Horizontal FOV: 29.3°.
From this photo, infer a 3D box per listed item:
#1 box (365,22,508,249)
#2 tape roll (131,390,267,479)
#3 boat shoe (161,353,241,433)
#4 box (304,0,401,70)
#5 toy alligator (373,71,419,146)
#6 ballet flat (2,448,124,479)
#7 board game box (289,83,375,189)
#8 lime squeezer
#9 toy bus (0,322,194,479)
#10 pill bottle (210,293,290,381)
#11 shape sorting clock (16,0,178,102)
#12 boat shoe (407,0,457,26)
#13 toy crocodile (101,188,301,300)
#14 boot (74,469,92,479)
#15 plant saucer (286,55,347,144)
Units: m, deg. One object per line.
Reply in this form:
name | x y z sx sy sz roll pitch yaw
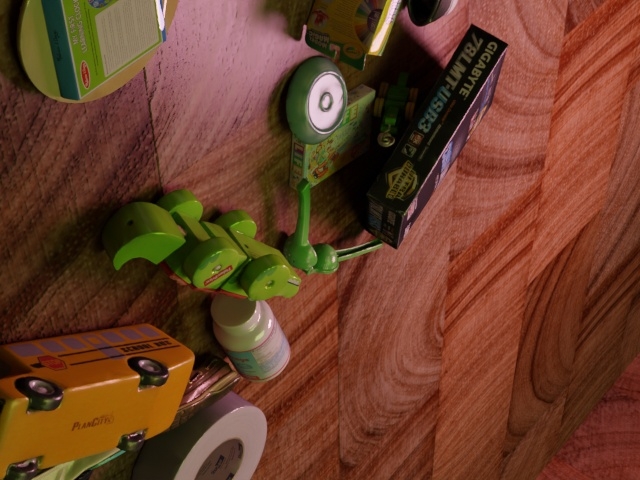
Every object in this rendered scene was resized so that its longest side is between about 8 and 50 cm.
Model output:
box | 0.169 -0.145 1.837 0.293 0.073 0.295 -59 173 -8
tape roll | -0.176 0.322 1.793 0.219 0.072 0.219 -40 145 -35
boat shoe | -0.188 0.211 1.686 0.178 0.060 0.064 -28 162 -47
box | 0.051 -0.313 1.543 0.043 0.105 0.179 -4 120 -57
toy alligator | 0.104 -0.174 1.749 0.189 0.056 0.051 -73 170 -48
ballet flat | -0.315 0.261 1.505 0.248 0.086 0.086 -35 143 -37
board game box | 0.017 -0.145 1.726 0.154 0.026 0.103 -36 143 -39
lime squeezer | 0.000 0.000 1.804 0.110 0.059 0.310 -66 152 -5
toy bus | -0.284 0.178 1.415 0.333 0.130 0.108 -5 121 -58
pill bottle | -0.101 0.130 1.721 0.087 0.087 0.160 -51 150 -18
shape sorting clock | -0.221 -0.233 1.232 0.206 0.040 0.206 -42 151 -30
boat shoe | 0.151 -0.390 1.677 0.076 0.080 0.228 -44 156 -31
toy crocodile | -0.136 0.022 1.539 0.105 0.115 0.340 -46 153 13
boot | -0.340 0.338 1.570 0.121 0.045 0.099 -29 145 -42
plant saucer | 0.001 -0.185 1.632 0.119 0.021 0.119 -18 114 -47
